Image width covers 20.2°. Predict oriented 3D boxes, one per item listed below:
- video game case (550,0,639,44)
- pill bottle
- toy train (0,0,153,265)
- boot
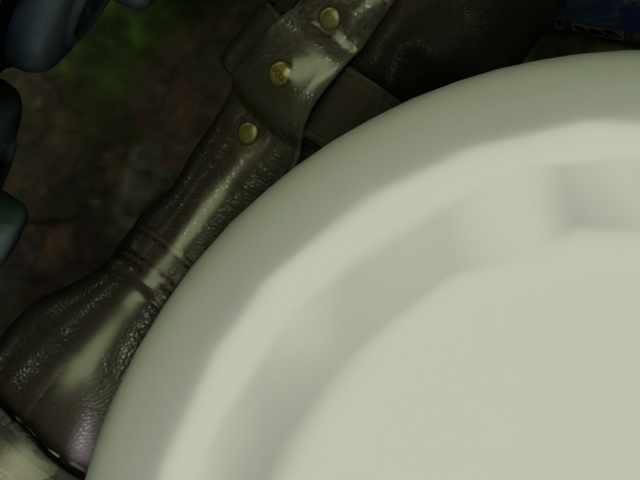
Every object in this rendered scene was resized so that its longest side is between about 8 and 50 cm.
[{"bbox_3d":[0.012,-0.139,0.582,0.244,0.269,0.061,13,84,11],"label":"video game case"},{"bbox_3d":[0.079,0.102,0.468,0.210,0.363,0.210,-2,77,8],"label":"pill bottle"},{"bbox_3d":[-0.150,-0.013,0.436,0.142,0.190,0.334,29,111,-3],"label":"toy train"},{"bbox_3d":[0.000,0.000,0.547,0.091,0.263,0.229,38,90,11],"label":"boot"}]
